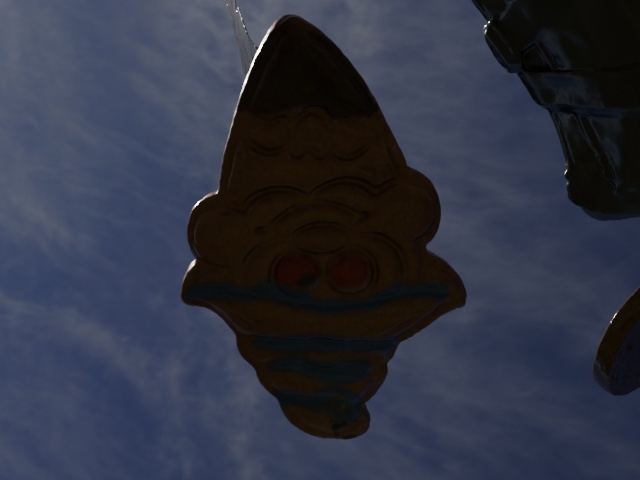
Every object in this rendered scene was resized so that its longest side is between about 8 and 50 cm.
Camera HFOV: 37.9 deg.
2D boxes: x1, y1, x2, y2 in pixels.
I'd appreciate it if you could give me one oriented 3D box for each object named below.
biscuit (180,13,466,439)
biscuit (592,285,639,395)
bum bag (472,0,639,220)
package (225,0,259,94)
[{"bbox_3d":[0.000,0.000,0.591,0.183,0.043,0.280,-6,-73,-5],"label":"biscuit"},{"bbox_3d":[0.358,0.057,0.950,0.039,0.180,0.236,37,-92,39],"label":"biscuit"},{"bbox_3d":[0.116,-0.102,0.411,0.087,0.049,0.197,-26,-82,46],"label":"bum bag"},{"bbox_3d":[-0.052,-0.155,1.089,0.062,0.251,0.204,-29,-134,0],"label":"package"}]
